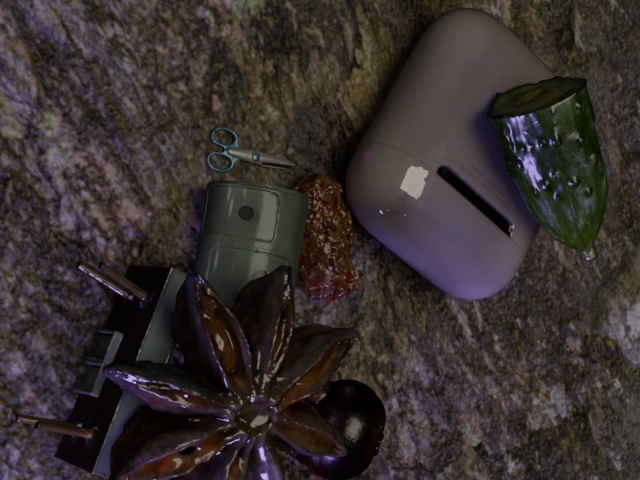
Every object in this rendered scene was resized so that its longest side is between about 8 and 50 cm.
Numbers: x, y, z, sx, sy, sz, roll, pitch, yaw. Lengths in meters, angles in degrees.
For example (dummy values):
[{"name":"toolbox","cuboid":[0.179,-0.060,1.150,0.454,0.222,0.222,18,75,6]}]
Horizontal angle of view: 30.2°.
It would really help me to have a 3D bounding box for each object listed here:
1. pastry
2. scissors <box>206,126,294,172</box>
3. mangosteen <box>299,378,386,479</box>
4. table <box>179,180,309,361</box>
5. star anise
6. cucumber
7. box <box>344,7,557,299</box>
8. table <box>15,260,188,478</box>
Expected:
[{"name":"pastry","cuboid":[-0.003,0.001,1.506,0.063,0.087,0.169,-27,105,-75]},{"name":"scissors","cuboid":[-0.087,-0.107,1.494,0.119,0.014,0.058,11,85,-28]},{"name":"mangosteen","cuboid":[0.013,0.233,1.501,0.140,0.140,0.140,0,89,-32]},{"name":"table","cuboid":[-0.091,0.045,1.425,0.126,0.126,0.219,12,84,-31]},{"name":"star anise","cuboid":[-0.099,0.178,1.290,0.332,0.118,0.331,-4,97,-32]},{"name":"cucumber","cuboid":[0.308,-0.083,1.515,0.134,0.134,0.244,-30,108,-29]},{"name":"box","cuboid":[0.200,-0.116,1.597,0.289,0.141,0.349,39,70,-27]},{"name":"table","cuboid":[-0.246,0.133,1.330,0.111,0.122,0.240,26,75,-29]}]
